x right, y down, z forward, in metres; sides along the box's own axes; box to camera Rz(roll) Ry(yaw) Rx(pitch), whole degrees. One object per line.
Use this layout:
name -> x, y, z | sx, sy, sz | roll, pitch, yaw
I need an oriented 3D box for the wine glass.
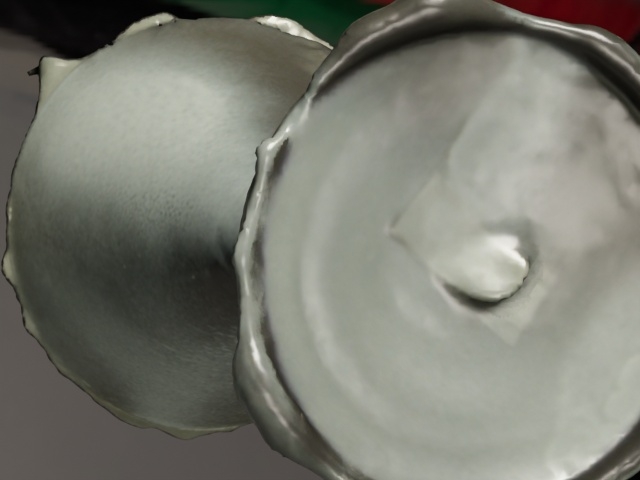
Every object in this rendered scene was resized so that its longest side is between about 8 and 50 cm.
wine glass -> 0.000, 0.000, 0.455 | 0.156, 0.156, 0.232 | 7, 1, -19
